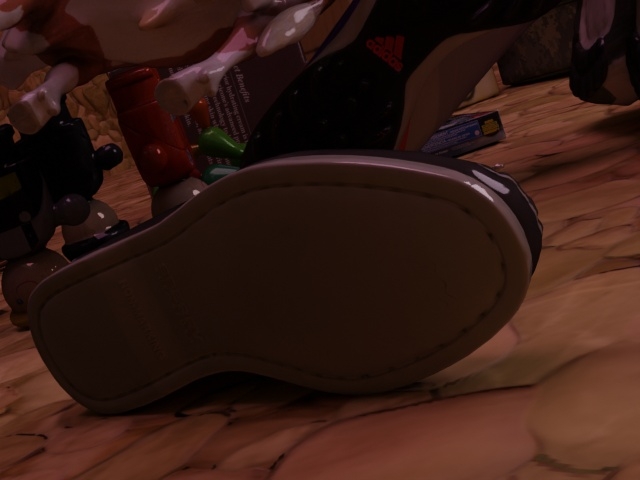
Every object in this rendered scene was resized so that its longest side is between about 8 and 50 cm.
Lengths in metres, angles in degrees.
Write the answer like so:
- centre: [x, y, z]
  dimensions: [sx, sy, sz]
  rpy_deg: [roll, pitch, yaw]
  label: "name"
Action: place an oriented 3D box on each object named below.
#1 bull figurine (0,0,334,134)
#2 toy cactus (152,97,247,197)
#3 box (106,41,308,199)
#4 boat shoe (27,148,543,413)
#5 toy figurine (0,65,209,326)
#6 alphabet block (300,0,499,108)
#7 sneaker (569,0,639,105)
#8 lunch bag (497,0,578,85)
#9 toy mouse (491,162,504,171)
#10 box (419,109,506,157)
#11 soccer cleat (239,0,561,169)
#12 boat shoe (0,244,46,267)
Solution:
- centre: [-0.123, -0.147, 0.704]
  dimensions: [0.310, 0.101, 0.188]
  rpy_deg: [-11, 30, 27]
  label: "bull figurine"
- centre: [-0.044, -0.079, 1.022]
  dimensions: [0.218, 0.112, 0.180]
  rpy_deg: [-12, 16, -17]
  label: "toy cactus"
- centre: [-0.105, -0.136, 1.223]
  dimensions: [0.203, 0.169, 0.167]
  rpy_deg: [-18, 8, -2]
  label: "box"
- centre: [-0.015, 0.009, 0.398]
  dimensions: [0.227, 0.081, 0.068]
  rpy_deg: [-14, 13, 41]
  label: "boat shoe"
- centre: [-0.201, -0.024, 0.830]
  dimensions: [0.213, 0.148, 0.209]
  rpy_deg: [-6, 20, 44]
  label: "toy figurine"
- centre: [0.085, -0.247, 1.450]
  dimensions: [0.192, 0.197, 0.193]
  rpy_deg: [-21, 9, -27]
  label: "alphabet block"
- centre: [0.271, -0.143, 0.654]
  dimensions: [0.182, 0.158, 0.410]
  rpy_deg: [0, 14, 0]
  label: "sneaker"
- centre: [0.327, -0.352, 1.416]
  dimensions: [0.212, 0.256, 0.305]
  rpy_deg: [-20, 8, -19]
  label: "lunch bag"
- centre: [0.000, 0.000, 0.597]
  dimensions: [0.143, 0.031, 0.161]
  rpy_deg: [-22, 9, -26]
  label: "toy mouse"
- centre: [0.091, -0.086, 0.972]
  dimensions: [0.093, 0.027, 0.137]
  rpy_deg: [-19, 8, -12]
  label: "box"
- centre: [0.069, -0.135, 0.708]
  dimensions: [0.318, 0.108, 0.116]
  rpy_deg: [-50, -2, 14]
  label: "soccer cleat"
- centre: [-0.379, 0.011, 1.201]
  dimensions: [0.178, 0.064, 0.060]
  rpy_deg: [-19, 6, -24]
  label: "boat shoe"
